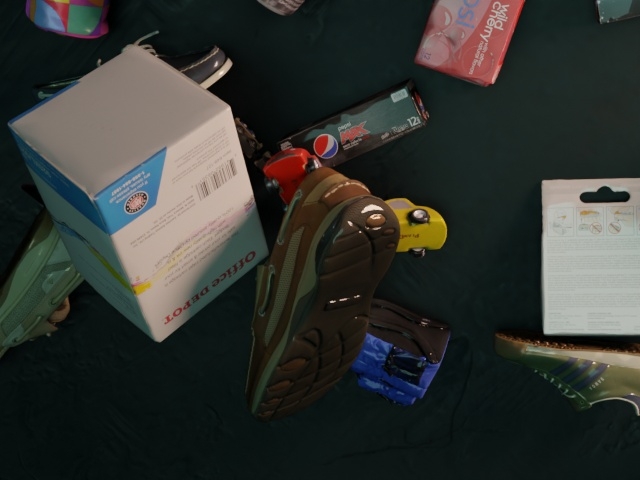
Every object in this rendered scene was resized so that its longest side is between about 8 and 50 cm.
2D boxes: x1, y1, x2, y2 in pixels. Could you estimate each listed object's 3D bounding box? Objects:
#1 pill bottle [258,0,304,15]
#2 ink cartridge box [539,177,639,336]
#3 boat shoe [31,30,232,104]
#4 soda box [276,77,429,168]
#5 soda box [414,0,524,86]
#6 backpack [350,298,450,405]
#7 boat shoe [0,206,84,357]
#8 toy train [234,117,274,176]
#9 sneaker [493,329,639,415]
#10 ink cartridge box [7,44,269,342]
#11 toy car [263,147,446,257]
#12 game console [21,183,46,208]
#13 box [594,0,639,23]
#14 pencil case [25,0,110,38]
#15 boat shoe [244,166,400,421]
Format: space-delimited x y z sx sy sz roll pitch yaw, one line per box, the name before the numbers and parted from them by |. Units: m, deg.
pill bottle | 0.001 -0.370 1.037 0.130 0.130 0.245 45 108 -2
ink cartridge box | 0.326 0.020 1.126 0.145 0.045 0.180 -1 86 13
boat shoe | -0.227 -0.189 1.157 0.254 0.095 0.079 -13 113 24
soda box | 0.038 -0.127 1.129 0.168 0.060 0.053 -22 102 16
soda box | 0.185 -0.302 1.038 0.092 0.083 0.263 20 107 7
backpack | 0.079 0.133 1.170 0.120 0.098 0.101 26 112 4
boat shoe | -0.371 0.085 1.246 0.098 0.109 0.302 26 125 -21
toy train | -0.058 -0.086 1.174 0.027 0.036 0.158 -39 97 27
sneaker | 0.296 0.160 1.145 0.192 0.064 0.086 6 101 8
ink cartridge box | -0.187 -0.048 1.050 0.168 0.171 0.233 35 152 34
toy car | 0.000 0.000 1.155 0.239 0.053 0.225 23 127 -23
game console | -0.291 -0.011 1.219 0.143 0.085 0.124 8 106 11
box | 0.391 -0.327 1.006 0.233 0.044 0.159 -10 102 15
pencil case | -0.283 -0.353 1.121 0.104 0.104 0.237 10 106 10
boat shoe | -0.014 0.061 1.096 0.120 0.122 0.324 50 130 36
